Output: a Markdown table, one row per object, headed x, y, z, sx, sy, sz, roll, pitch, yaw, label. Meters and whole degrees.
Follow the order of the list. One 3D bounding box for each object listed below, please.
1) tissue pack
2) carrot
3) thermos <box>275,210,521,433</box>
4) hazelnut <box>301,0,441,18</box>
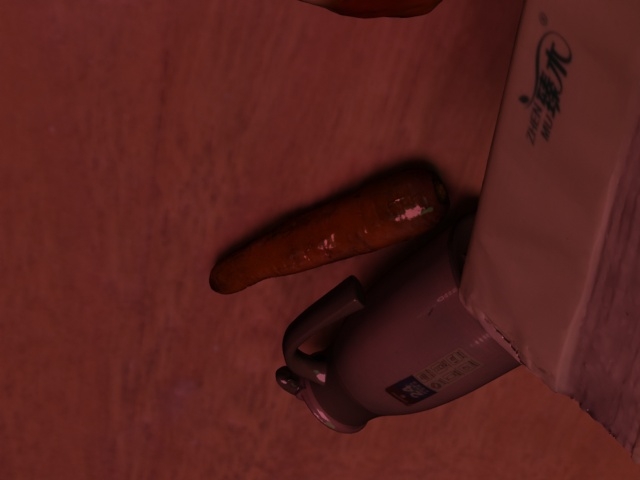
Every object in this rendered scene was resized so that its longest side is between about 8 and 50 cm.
| x | y | z | sx | sy | sz | roll | pitch | yaw | label |
| --- | --- | --- | --- | --- | --- | --- | --- | --- | --- |
| 0.258 | -0.098 | 0.994 | 0.297 | 0.207 | 0.380 | -20 | 139 | -30 | tissue pack |
| 0.000 | 0.000 | 1.274 | 0.191 | 0.047 | 0.047 | -23 | 126 | 23 | carrot |
| 0.052 | 0.063 | 1.285 | 0.137 | 0.105 | 0.193 | 19 | 141 | -36 | thermos |
| 0.008 | -0.219 | 0.951 | 0.261 | 0.261 | 0.241 | -16 | 139 | 18 | hazelnut |
